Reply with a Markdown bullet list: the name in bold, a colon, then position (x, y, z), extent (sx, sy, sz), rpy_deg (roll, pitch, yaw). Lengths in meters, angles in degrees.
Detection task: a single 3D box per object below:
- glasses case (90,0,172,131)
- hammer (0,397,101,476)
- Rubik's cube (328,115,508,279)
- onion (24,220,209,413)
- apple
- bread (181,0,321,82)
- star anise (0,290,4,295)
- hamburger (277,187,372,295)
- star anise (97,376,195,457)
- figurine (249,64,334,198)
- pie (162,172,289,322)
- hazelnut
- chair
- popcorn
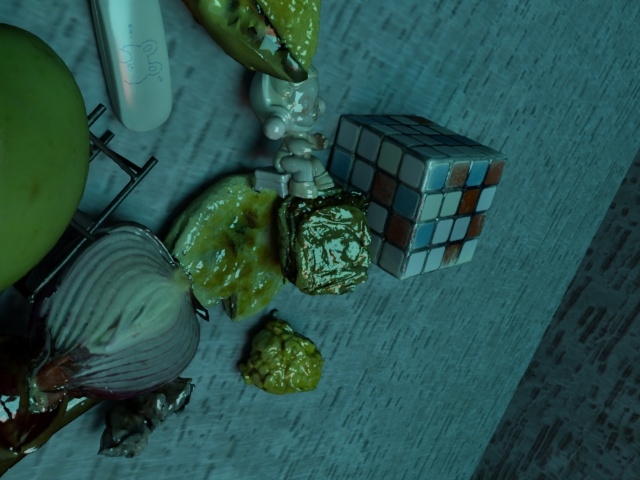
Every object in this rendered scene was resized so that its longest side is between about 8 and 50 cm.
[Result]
- **glasses case**: position (-0.266, -0.267, 0.999), extent (0.092, 0.059, 0.233), rpy_deg (-28, 134, -34)
- **hammer**: position (-0.471, 0.314, 1.161), extent (0.409, 0.095, 0.242), rpy_deg (-35, 136, -29)
- **Rubik's cube**: position (0.181, -0.099, 1.427), extent (0.256, 0.259, 0.253), rpy_deg (-10, 121, -43)
- **onion**: position (-0.349, 0.132, 1.044), extent (0.348, 0.159, 0.267), rpy_deg (-38, 109, -53)
- **apple**: position (-0.457, -0.081, 0.772), extent (0.311, 0.320, 0.360), rpy_deg (-18, 132, -57)
- **bread**: position (-0.111, -0.365, 0.998), extent (0.162, 0.204, 0.262), rpy_deg (-55, 139, -21)
- **star anise**: position (-0.541, 0.089, 0.941), extent (0.197, 0.073, 0.212), rpy_deg (-36, 142, -12)
- **hamburger**: position (0.000, 0.000, 1.322), extent (0.183, 0.130, 0.206), rpy_deg (-7, 104, -25)
- **star anise**: position (-0.327, 0.328, 1.286), extent (0.236, 0.093, 0.229), rpy_deg (-53, 169, 30)
- **figurine**: position (-0.052, -0.209, 1.203), extent (0.182, 0.144, 0.257), rpy_deg (-15, 111, -36)
- **pie**: position (-0.159, 0.016, 1.292), extent (0.337, 0.075, 0.337), rpy_deg (-30, 135, -34)
- **hazelnut**: position (-0.458, 0.219, 1.012), extent (0.201, 0.160, 0.170), rpy_deg (18, 90, -46)
- **chair**: position (-0.376, -0.067, 0.954), extent (0.260, 0.154, 0.141), rpy_deg (-51, 140, -11)
- **popcorn**: position (-0.080, 0.266, 1.501), extent (0.163, 0.140, 0.194), rpy_deg (-51, 139, -16)
